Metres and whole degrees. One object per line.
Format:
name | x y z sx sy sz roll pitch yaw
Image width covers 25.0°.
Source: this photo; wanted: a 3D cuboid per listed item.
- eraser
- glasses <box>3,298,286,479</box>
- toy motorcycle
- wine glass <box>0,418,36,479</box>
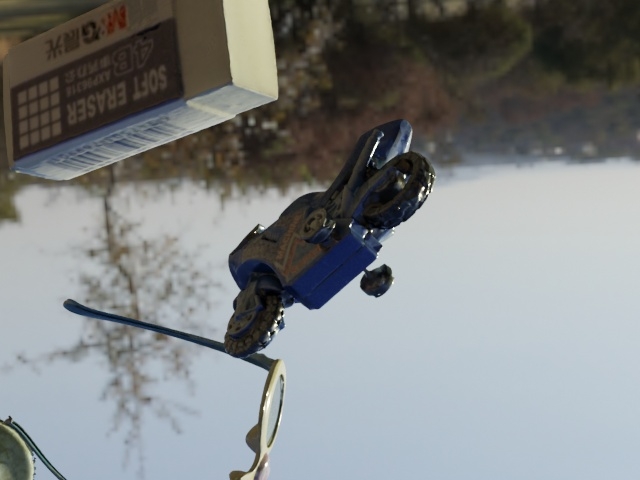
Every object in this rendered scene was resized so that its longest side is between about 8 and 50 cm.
eraser | -0.171 -0.151 1.330 0.279 0.124 0.081 -16 162 33
glasses | -0.138 0.147 1.205 0.220 0.189 0.088 29 156 -9
toy motorcycle | 0.000 0.000 1.059 0.205 0.076 0.114 -43 -153 11
wine glass | -0.441 0.354 1.776 0.190 0.190 0.357 -5 -162 -11
